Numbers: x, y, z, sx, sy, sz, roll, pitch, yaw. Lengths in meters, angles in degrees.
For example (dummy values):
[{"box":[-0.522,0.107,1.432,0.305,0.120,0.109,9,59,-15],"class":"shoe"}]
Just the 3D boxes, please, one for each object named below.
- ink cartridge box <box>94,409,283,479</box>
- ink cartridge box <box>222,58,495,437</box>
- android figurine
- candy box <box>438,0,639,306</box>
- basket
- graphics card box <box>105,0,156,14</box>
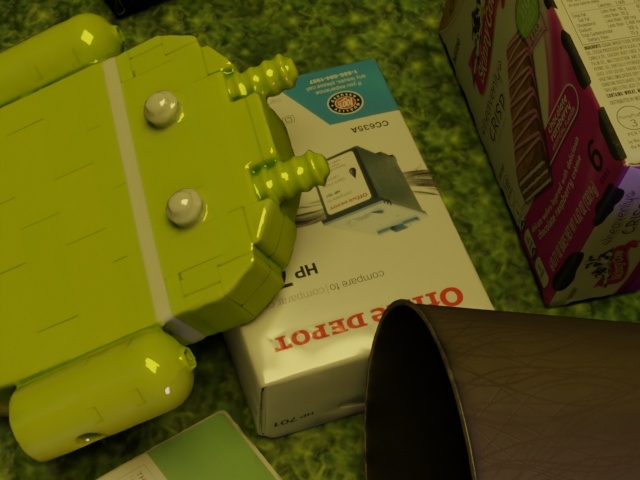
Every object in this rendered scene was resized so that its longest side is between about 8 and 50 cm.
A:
[{"box":[-0.093,0.203,0.512,0.235,0.056,0.171,-22,62,-43],"class":"ink cartridge box"},{"box":[0.000,0.000,0.620,0.139,0.082,0.191,-16,61,-13],"class":"ink cartridge box"},{"box":[-0.125,-0.012,0.571,0.273,0.056,0.248,-21,63,14],"class":"android figurine"},{"box":[0.149,-0.100,0.645,0.071,0.159,0.233,-9,60,-10],"class":"candy box"},{"box":[0.152,0.123,0.519,0.227,0.154,0.204,-3,92,-15],"class":"basket"},{"box":[-0.139,-0.362,0.813,0.233,0.094,0.371,-27,64,-19],"class":"graphics card box"}]
